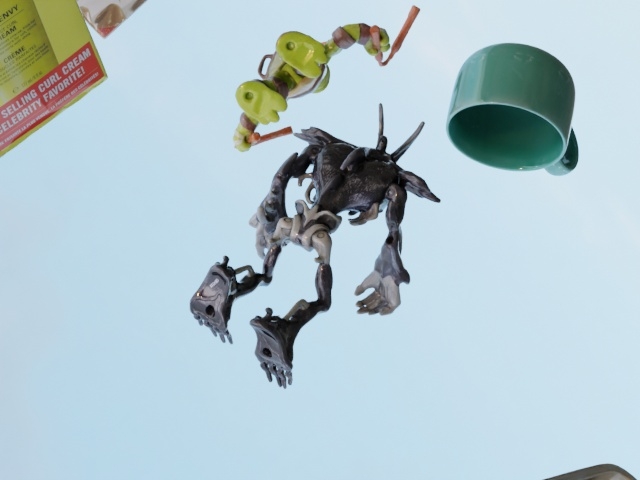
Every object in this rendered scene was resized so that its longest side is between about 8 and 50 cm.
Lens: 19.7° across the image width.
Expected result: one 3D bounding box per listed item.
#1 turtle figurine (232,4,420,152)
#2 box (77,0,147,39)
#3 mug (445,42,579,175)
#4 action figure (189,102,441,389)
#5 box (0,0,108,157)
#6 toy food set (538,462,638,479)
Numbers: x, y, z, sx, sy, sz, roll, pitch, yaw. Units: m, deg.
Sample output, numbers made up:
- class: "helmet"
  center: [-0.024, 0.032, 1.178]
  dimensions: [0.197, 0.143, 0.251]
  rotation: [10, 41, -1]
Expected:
- class: "turtle figurine"
  center: [-0.015, -0.195, 2.053]
  dimensions: [0.087, 0.269, 0.217]
  rotation: [56, -169, 2]
- class: "box"
  center: [-0.093, -0.307, 1.608]
  dimensions: [0.063, 0.324, 0.067]
  rotation: [47, -176, -14]
- class: "mug"
  center: [0.205, -0.140, 1.941]
  dimensions: [0.157, 0.129, 0.097]
  rotation: [68, -149, -58]
- class: "action figure"
  center: [0.000, 0.000, 1.694]
  dimensions: [0.164, 0.141, 0.275]
  rotation: [30, -121, 19]
- class: "box"
  center: [-0.177, -0.138, 0.877]
  dimensions: [0.058, 0.087, 0.232]
  rotation: [44, 163, 29]
- class: "toy food set"
  center: [0.095, 0.263, 1.320]
  dimensions: [0.306, 0.220, 0.092]
  rotation: [-1, -121, -54]
